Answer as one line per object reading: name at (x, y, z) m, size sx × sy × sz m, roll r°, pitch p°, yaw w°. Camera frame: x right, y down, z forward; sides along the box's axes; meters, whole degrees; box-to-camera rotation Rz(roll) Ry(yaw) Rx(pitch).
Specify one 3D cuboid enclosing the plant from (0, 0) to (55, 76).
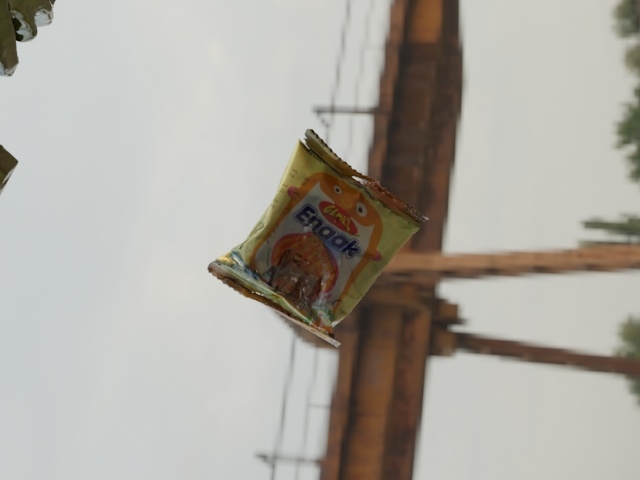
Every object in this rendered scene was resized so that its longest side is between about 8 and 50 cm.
plant at (-0.275, -0.249, 1.161) m, size 0.251 × 0.180 × 0.333 m, roll -62°, pitch 0°, yaw -8°

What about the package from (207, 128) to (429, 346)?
package at (-0.001, 0.002, 1.052) m, size 0.120 × 0.108 × 0.031 m, roll -55°, pitch 14°, yaw -4°

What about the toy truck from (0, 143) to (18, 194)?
toy truck at (-0.377, -0.091, 1.232) m, size 0.127 × 0.257 × 0.127 m, roll -47°, pitch 9°, yaw 28°
